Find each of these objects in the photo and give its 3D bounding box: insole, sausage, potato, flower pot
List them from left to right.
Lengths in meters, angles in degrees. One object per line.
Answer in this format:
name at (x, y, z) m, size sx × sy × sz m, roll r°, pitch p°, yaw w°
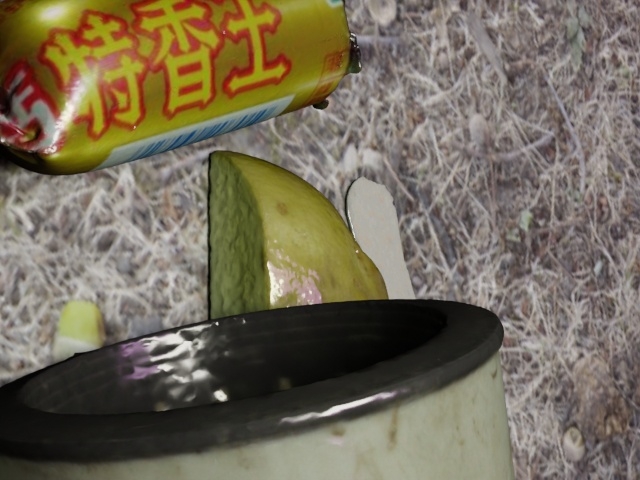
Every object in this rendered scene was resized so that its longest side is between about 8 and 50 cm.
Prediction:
sausage at (-0.121, -0.110, 1.070) m, size 0.317 × 0.117 × 0.125 m, roll -21°, pitch 74°, yaw -46°
flower pot at (-0.015, 0.217, 0.995) m, size 0.294 × 0.294 × 0.330 m, roll -20°, pitch 101°, yaw -46°
potato at (0.000, 0.000, 1.199) m, size 0.149 × 0.081 × 0.120 m, roll 7°, pitch 79°, yaw -45°
insole at (0.053, 0.049, 1.298) m, size 0.065 × 0.004 × 0.197 m, roll -19°, pitch 95°, yaw -46°
